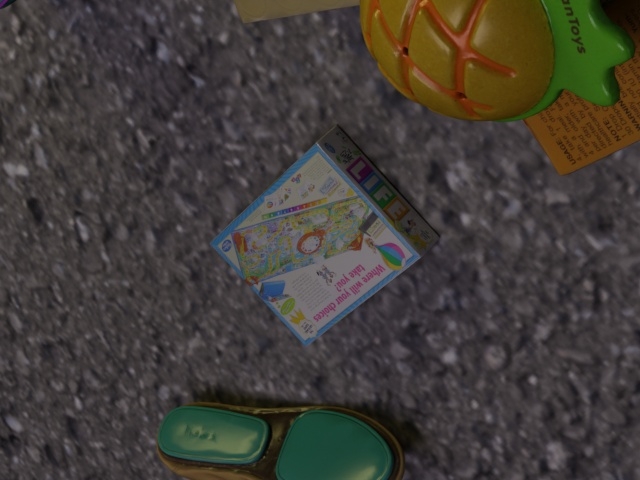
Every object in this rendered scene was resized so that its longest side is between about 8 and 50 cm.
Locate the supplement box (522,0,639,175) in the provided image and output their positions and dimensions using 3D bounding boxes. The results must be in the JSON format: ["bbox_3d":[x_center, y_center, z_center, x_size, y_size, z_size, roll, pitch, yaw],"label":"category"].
[{"bbox_3d":[0.203,-0.118,1.027,0.080,0.078,0.233,52,138,-6],"label":"supplement box"}]

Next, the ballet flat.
[{"bbox_3d":[-0.020,0.164,1.450,0.232,0.080,0.073,8,154,38],"label":"ballet flat"}]

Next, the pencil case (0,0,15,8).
[{"bbox_3d":[-0.242,-0.232,1.309,0.151,0.064,0.070,56,165,-12],"label":"pencil case"}]

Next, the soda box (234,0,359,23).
[{"bbox_3d":[0.023,-0.177,1.142,0.181,0.058,0.061,-3,119,40],"label":"soda box"}]

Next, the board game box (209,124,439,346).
[{"bbox_3d":[0.000,0.000,1.323,0.103,0.026,0.154,48,138,-2],"label":"board game box"}]

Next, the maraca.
[{"bbox_3d":[0.090,-0.119,1.008,0.186,0.099,0.127,7,128,53],"label":"maraca"}]
